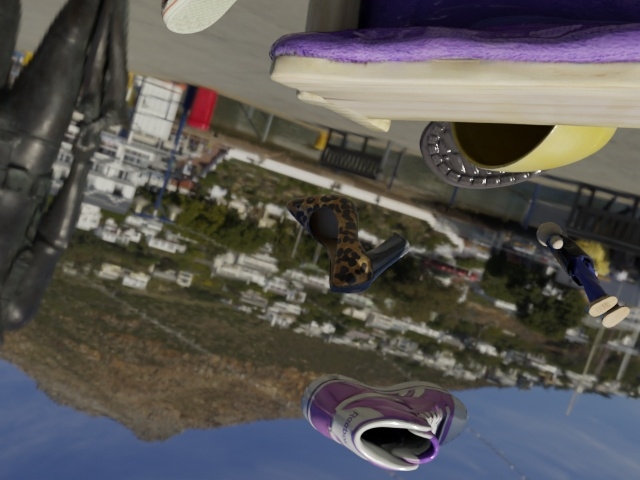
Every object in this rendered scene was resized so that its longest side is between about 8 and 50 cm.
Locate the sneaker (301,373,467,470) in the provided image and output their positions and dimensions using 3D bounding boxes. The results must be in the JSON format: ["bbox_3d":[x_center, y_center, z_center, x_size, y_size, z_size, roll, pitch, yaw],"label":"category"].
[{"bbox_3d":[0.125,0.257,0.927,0.282,0.102,0.161,12,-176,-35],"label":"sneaker"}]

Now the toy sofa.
[{"bbox_3d":[0.156,-0.146,0.415,0.363,0.150,0.177,8,180,31],"label":"toy sofa"}]

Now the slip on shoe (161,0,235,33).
[{"bbox_3d":[-0.130,-0.433,1.038,0.331,0.101,0.123,-25,168,39],"label":"slip on shoe"}]

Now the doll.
[{"bbox_3d":[0.368,0.034,1.009,0.129,0.046,0.189,33,-156,-34],"label":"doll"}]

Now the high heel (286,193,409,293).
[{"bbox_3d":[0.000,0.000,1.210,0.261,0.093,0.186,25,-142,30],"label":"high heel"}]

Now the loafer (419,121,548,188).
[{"bbox_3d":[0.300,-0.183,0.883,0.133,0.366,0.130,61,-165,-16],"label":"loafer"}]

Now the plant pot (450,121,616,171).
[{"bbox_3d":[0.187,-0.113,0.571,0.095,0.134,0.134,12,-174,-30],"label":"plant pot"}]
